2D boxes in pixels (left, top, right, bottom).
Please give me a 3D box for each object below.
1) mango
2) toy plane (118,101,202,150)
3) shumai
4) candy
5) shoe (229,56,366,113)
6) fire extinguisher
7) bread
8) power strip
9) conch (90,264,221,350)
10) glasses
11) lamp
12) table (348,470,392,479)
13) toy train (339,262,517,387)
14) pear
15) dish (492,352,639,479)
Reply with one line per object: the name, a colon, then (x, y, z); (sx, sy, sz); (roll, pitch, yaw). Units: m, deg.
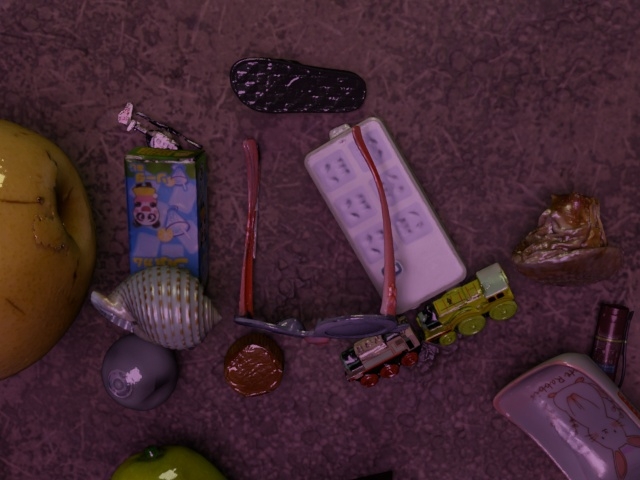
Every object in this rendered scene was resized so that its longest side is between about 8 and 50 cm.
mango: (-0.160, 0.431, 1.387); (0.192, 0.156, 0.343); (-35, 94, 13)
toy plane: (-0.219, -0.137, 1.381); (0.120, 0.031, 0.049); (29, 95, 0)
shumai: (0.311, -0.005, 1.303); (0.145, 0.145, 0.116); (-5, 75, 8)
candy: (-0.201, -0.024, 1.361); (0.097, 0.062, 0.195); (3, 109, 6)
shoe: (-0.031, -0.202, 1.344); (0.179, 0.049, 0.071); (4, 111, -11)
fire extinguisher: (0.372, 0.148, 1.344); (0.056, 0.039, 0.132); (13, 100, 28)
bread: (-0.089, 0.168, 1.395); (0.085, 0.053, 0.085); (0, 107, 0)
power strip: (0.087, -0.030, 1.351); (0.118, 0.046, 0.271); (-30, 94, 9)
conch: (-0.200, 0.085, 1.314); (0.153, 0.135, 0.102); (26, 61, 17)
glasses: (0.000, 0.000, 1.327); (0.234, 0.118, 0.269); (-3, 79, 35)
lamp: (-0.242, 0.176, 1.389); (0.105, 0.105, 0.105); (1, 98, 7)
table: (0.039, 0.437, 1.357); (0.172, 0.169, 0.193); (-14, 95, 9)
toy train: (0.137, 0.115, 1.346); (0.249, 0.053, 0.085); (-28, 136, 10)
pear: (-0.445, 0.013, 1.279); (0.348, 0.348, 0.349); (1, 98, 7)
dish: (0.345, 0.232, 1.319); (0.212, 0.077, 0.151); (47, 135, -1)
